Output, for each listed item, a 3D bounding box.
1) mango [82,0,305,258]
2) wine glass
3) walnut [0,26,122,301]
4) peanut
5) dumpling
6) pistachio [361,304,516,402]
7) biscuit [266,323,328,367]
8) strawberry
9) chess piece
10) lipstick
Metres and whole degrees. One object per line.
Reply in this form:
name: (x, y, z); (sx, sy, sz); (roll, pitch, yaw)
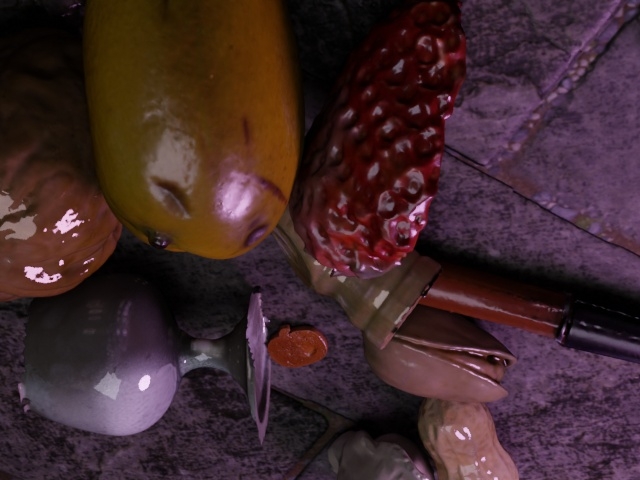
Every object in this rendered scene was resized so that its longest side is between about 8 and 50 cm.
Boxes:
mango: (-0.132, -0.201, 1.590); (0.221, 0.301, 0.444); (3, 94, 25)
wine glass: (-0.235, 0.160, 2.002); (0.323, 0.238, 0.238); (-1, 131, 7)
walnut: (-0.359, -0.081, 1.728); (0.306, 0.344, 0.306); (13, 135, 13)
peanut: (0.212, 0.307, 2.110); (0.124, 0.123, 0.256); (-10, 131, 20)
dumpling: (0.092, 0.352, 2.168); (0.162, 0.132, 0.250); (47, 158, -5)
pistachio: (0.158, 0.152, 1.974); (0.226, 0.135, 0.136); (21, 132, -13)
biscuit: (-0.035, 0.148, 2.091); (0.091, 0.015, 0.078); (-17, 124, 24)
strawberry: (0.060, -0.126, 1.668); (0.149, 0.265, 0.336); (16, 111, -4)
chess piece: (0.000, 0.000, 1.845); (0.301, 0.137, 0.137); (37, 131, 4)
lipstick: (0.274, 0.088, 1.931); (0.419, 0.077, 0.077); (15, 133, 0)
